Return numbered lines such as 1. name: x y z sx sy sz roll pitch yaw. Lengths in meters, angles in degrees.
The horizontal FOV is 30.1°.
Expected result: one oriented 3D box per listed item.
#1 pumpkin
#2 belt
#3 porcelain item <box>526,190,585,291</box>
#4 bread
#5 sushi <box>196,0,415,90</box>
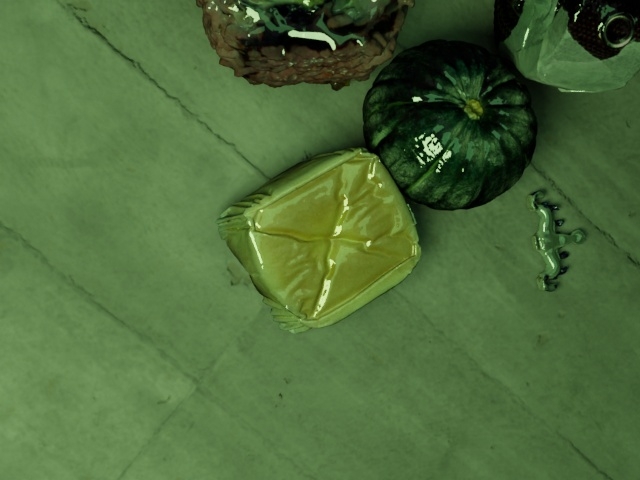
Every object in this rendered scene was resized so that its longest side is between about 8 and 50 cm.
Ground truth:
1. pumpkin: 0.162 -0.144 1.489 0.221 0.162 0.220 4 79 -19
2. belt: 0.299 -0.288 1.467 0.164 0.289 0.184 9 110 -14
3. porcelain item: 0.320 -0.002 1.598 0.075 0.021 0.136 -7 90 -14
4. bread: 0.001 -0.001 1.472 0.210 0.110 0.192 -34 103 -13
5. sushi: -0.022 -0.311 1.442 0.270 0.171 0.236 0 88 -9
